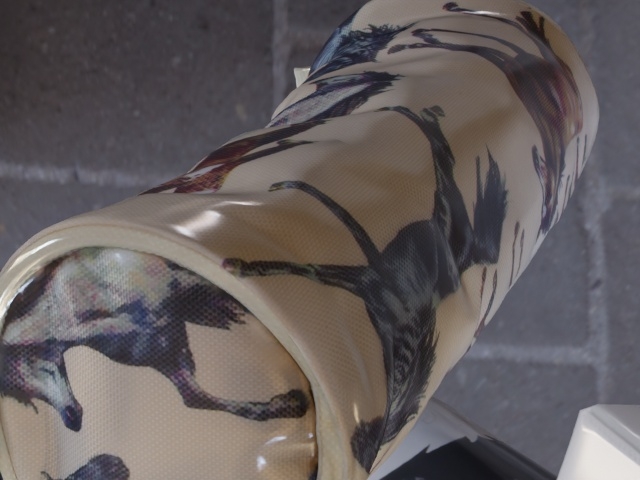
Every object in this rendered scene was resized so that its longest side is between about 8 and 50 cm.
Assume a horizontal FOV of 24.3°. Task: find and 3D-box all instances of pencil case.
[{"bbox_3d":[0.000,0.000,0.711,0.183,0.410,0.160,-8,109,27],"label":"pencil case"}]

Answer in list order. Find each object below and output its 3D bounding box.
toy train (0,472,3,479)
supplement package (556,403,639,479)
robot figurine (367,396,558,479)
[{"bbox_3d":[-0.327,0.264,1.410,0.190,0.334,0.142,27,46,9],"label":"toy train"},{"bbox_3d":[0.135,0.214,0.390,0.175,0.177,0.293,7,109,-32],"label":"supplement package"},{"bbox_3d":[0.068,0.194,0.806,0.209,0.174,0.278,-35,42,-23],"label":"robot figurine"}]
